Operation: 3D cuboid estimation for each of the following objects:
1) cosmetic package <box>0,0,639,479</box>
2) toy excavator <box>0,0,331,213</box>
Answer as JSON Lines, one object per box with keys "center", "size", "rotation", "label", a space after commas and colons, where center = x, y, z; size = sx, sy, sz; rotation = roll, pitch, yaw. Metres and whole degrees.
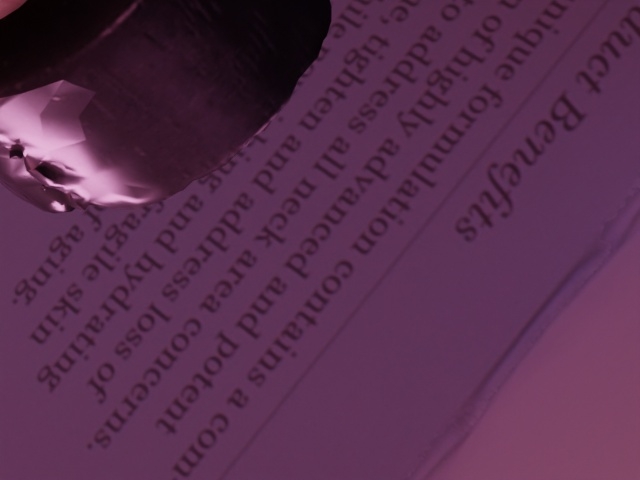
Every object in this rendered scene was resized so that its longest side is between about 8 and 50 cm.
{"center": [0.000, 0.000, 0.824], "size": [0.394, 0.329, 0.327], "rotation": [37, 175, 34], "label": "cosmetic package"}
{"center": [-0.192, -0.232, 0.551], "size": [0.445, 0.433, 0.222], "rotation": [0, 151, 35], "label": "toy excavator"}
